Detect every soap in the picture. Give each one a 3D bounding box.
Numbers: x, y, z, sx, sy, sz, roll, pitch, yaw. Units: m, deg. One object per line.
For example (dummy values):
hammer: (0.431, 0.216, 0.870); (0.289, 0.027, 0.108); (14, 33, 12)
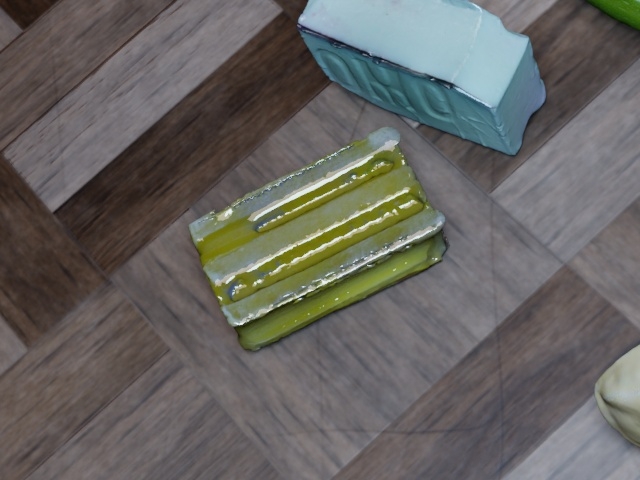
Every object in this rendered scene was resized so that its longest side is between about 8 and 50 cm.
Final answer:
soap: (0.095, -0.180, 1.509); (0.230, 0.145, 0.091); (22, 74, 26)
soap: (0.000, -0.001, 1.493); (0.233, 0.076, 0.135); (-27, 60, 2)

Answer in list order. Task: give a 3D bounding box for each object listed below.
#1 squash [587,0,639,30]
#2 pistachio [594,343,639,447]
squash: (0.267, -0.297, 1.549); (0.082, 0.082, 0.292); (-40, 62, -4)
pistachio: (0.351, 0.130, 1.288); (0.229, 0.157, 0.157); (4, 66, 33)
